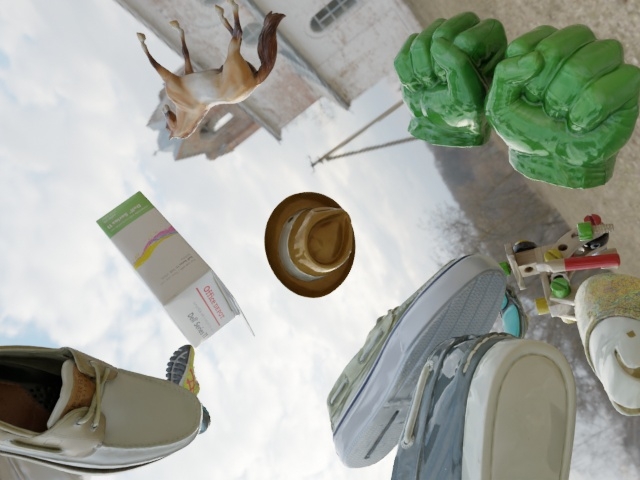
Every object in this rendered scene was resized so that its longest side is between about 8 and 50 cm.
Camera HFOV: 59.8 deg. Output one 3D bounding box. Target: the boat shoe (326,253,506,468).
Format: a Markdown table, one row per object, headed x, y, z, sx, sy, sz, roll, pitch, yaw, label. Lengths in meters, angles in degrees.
| x | y | z | sx | sy | sz | roll | pitch | yaw | label |
| --- | --- | --- | --- | --- | --- | --- | --- | --- | --- |
| 0.087 | 0.127 | 0.626 | 0.109 | 0.302 | 0.094 | 14 | -153 | -38 | boat shoe |

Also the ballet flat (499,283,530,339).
| x | y | z | sx | sy | sz | roll | pitch | yaw | label |
| --- | --- | --- | --- | --- | --- | --- | --- | --- | --- |
| 0.444 | 0.162 | 1.270 | 0.070 | 0.070 | 0.188 | 45 | -154 | -32 | ballet flat |

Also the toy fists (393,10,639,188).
| x | y | z | sx | sy | sz | roll | pitch | yaw | label |
| --- | --- | --- | --- | --- | --- | --- | --- | --- | --- |
| 0.189 | -0.158 | 0.589 | 0.279 | 0.096 | 0.142 | 32 | 136 | 45 | toy fists |

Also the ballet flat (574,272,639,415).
| x | y | z | sx | sy | sz | roll | pitch | yaw | label |
| --- | --- | --- | --- | --- | --- | --- | --- | --- | --- |
| 0.316 | 0.137 | 0.461 | 0.123 | 0.123 | 0.348 | 43 | -175 | -37 | ballet flat |

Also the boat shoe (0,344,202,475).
| x | y | z | sx | sy | sz | roll | pitch | yaw | label |
| --- | --- | --- | --- | --- | --- | --- | --- | --- | --- |
| -0.261 | 0.174 | 0.575 | 0.302 | 0.103 | 0.113 | 11 | -128 | -26 | boat shoe |

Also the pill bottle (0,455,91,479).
| x | y | z | sx | sy | sz | roll | pitch | yaw | label |
| --- | --- | --- | --- | --- | --- | --- | --- | --- | --- |
| -0.579 | 0.409 | 0.836 | 0.229 | 0.408 | 0.229 | 54 | 164 | 23 | pill bottle |

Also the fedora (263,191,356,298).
| x | y | z | sx | sy | sz | roll | pitch | yaw | label |
| --- | --- | --- | --- | --- | --- | --- | --- | --- | --- |
| 0.000 | 0.000 | 0.939 | 0.194 | 0.079 | 0.194 | 9 | -106 | -31 | fedora |

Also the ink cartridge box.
| x | y | z | sx | sy | sz | roll | pitch | yaw | label |
| --- | --- | --- | --- | --- | --- | --- | --- | --- | --- |
| -0.300 | 0.082 | 1.159 | 0.353 | 0.119 | 0.207 | 41 | 160 | 30 | ink cartridge box |

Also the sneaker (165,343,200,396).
| x | y | z | sx | sy | sz | roll | pitch | yaw | label |
| --- | --- | --- | --- | --- | --- | --- | --- | --- | --- |
| -0.376 | 0.393 | 1.552 | 0.094 | 0.082 | 0.208 | 16 | -98 | -49 | sneaker |

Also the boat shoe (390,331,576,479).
| x | y | z | sx | sy | sz | roll | pitch | yaw | label |
| --- | --- | --- | --- | --- | --- | --- | --- | --- | --- |
| 0.091 | 0.220 | 0.389 | 0.116 | 0.319 | 0.099 | 16 | 174 | -25 | boat shoe |

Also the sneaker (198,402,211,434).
| x | y | z | sx | sy | sz | roll | pitch | yaw | label |
| --- | --- | --- | --- | --- | --- | --- | --- | --- | --- |
| -0.357 | 0.381 | 1.147 | 0.262 | 0.104 | 0.125 | 16 | -154 | -19 | sneaker |

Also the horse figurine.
| x | y | z | sx | sy | sz | roll | pitch | yaw | label |
| --- | --- | --- | --- | --- | --- | --- | --- | --- | --- |
| -0.168 | -0.264 | 0.857 | 0.066 | 0.263 | 0.174 | -45 | -59 | -62 | horse figurine |

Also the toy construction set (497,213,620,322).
| x | y | z | sx | sy | sz | roll | pitch | yaw | label |
| --- | --- | --- | --- | --- | --- | --- | --- | --- | --- |
| 0.484 | 0.070 | 1.155 | 0.309 | 0.237 | 0.257 | 32 | -126 | -60 | toy construction set |
